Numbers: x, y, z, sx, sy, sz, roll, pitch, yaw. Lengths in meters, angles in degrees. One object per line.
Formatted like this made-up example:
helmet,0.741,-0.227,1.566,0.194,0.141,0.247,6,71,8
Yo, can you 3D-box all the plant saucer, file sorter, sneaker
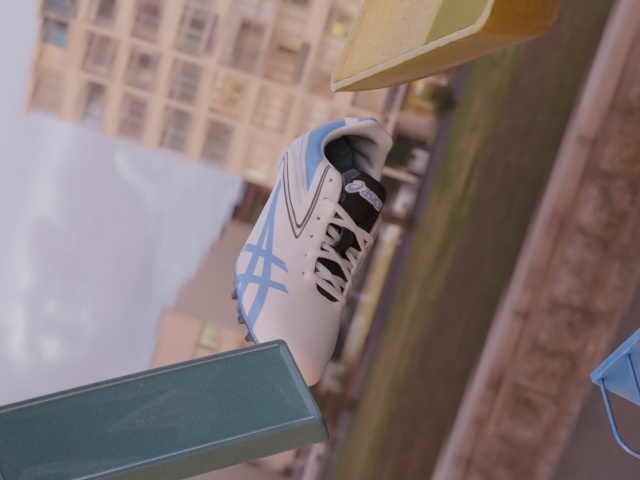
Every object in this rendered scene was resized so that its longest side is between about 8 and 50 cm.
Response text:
plant saucer,-0.090,0.096,0.908,0.067,0.192,0.018,62,151,28
file sorter,0.363,0.132,1.640,0.170,0.118,0.104,-48,28,30
sneaker,0.000,0.000,1.201,0.086,0.085,0.237,-31,33,35
plant saucer,0.158,-0.281,1.514,0.332,0.081,0.333,-66,17,-12
